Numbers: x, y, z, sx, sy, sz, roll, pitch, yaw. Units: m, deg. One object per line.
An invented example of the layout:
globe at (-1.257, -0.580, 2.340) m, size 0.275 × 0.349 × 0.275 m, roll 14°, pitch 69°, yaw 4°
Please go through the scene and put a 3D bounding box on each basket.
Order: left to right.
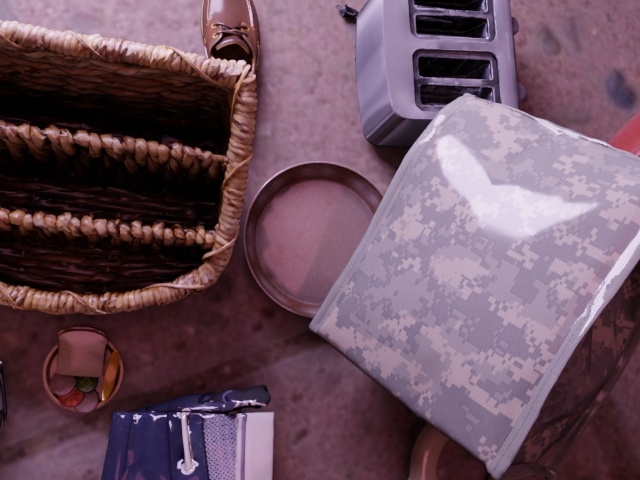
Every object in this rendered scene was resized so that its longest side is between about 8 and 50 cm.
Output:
basket at (-0.220, -0.044, 0.623) m, size 0.299 × 0.223 × 0.213 m, roll 8°, pitch 81°, yaw -13°

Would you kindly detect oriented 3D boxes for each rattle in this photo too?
rattle at (0.146, 0.263, 0.712) m, size 0.200 × 0.143 × 0.130 m, roll -41°, pitch 117°, yaw -23°

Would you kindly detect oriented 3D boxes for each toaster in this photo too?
toaster at (0.122, -0.193, 0.779) m, size 0.186 × 0.110 × 0.167 m, roll -1°, pitch 82°, yaw -13°

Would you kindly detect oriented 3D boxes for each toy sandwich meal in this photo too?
toy sandwich meal at (-0.230, 0.125, 0.696) m, size 0.086 × 0.029 × 0.085 m, roll 2°, pitch 82°, yaw -13°

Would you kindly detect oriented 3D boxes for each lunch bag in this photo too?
lunch bag at (0.168, 0.028, 0.650) m, size 0.169 × 0.235 × 0.286 m, roll 22°, pitch 99°, yaw -51°

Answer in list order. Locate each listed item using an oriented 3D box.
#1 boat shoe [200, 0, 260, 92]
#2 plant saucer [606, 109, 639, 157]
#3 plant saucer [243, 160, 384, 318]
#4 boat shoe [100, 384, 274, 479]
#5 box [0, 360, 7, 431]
boat shoe at (-0.091, -0.204, 0.757) m, size 0.064 × 0.060 × 0.177 m, roll -2°, pitch 83°, yaw -13°
plant saucer at (0.448, -0.034, 0.866) m, size 0.258 × 0.048 × 0.259 m, roll -42°, pitch 94°, yaw -15°
plant saucer at (0.000, 0.000, 0.767) m, size 0.169 × 0.029 × 0.168 m, roll 2°, pitch 82°, yaw -14°
boat shoe at (-0.125, 0.307, 0.660) m, size 0.158 × 0.127 × 0.340 m, roll 1°, pitch 74°, yaw -6°
box at (-0.311, 0.209, 0.573) m, size 0.058 × 0.087 × 0.232 m, roll 8°, pitch 40°, yaw -11°
